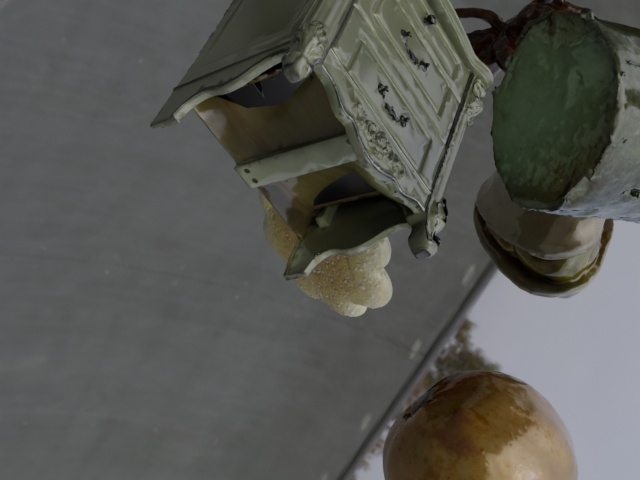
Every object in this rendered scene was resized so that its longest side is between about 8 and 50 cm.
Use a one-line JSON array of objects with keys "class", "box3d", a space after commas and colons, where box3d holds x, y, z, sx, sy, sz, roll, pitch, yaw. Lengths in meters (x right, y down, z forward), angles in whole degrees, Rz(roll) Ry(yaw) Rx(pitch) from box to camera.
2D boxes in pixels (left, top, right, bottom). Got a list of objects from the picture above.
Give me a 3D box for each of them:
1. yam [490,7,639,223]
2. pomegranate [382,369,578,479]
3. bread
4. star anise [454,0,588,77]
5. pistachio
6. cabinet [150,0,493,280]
[{"class": "yam", "box3d": [0.318, -0.113, 0.945, 0.300, 0.195, 0.195, 4, 131, -35]}, {"class": "pomegranate", "box3d": [0.166, 0.234, 0.980, 0.207, 0.207, 0.207, -57, 177, -5]}, {"class": "bread", "box3d": [0.000, 0.000, 1.610, 0.054, 0.316, 0.316, -34, 164, -33]}, {"class": "star anise", "box3d": [0.281, -0.292, 1.372, 0.213, 0.111, 0.196, -22, -153, -5]}, {"class": "pistachio", "box3d": [0.313, -0.045, 1.330, 0.288, 0.197, 0.166, -75, 159, -56]}, {"class": "cabinet", "box3d": [0.019, -0.168, 1.112, 0.228, 0.290, 0.318, -13, -142, 35]}]
